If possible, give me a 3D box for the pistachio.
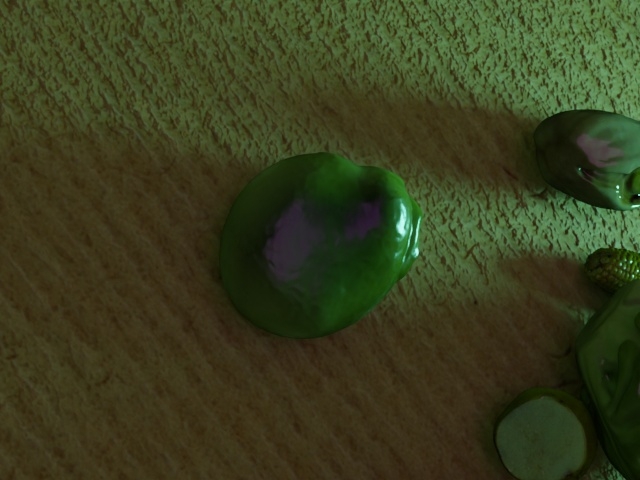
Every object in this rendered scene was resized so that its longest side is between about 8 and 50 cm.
[{"bbox_3d":[0.413,-0.120,1.830,0.237,0.138,0.153,13,42,-17],"label":"pistachio"}]

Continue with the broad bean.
[{"bbox_3d":[0.000,0.000,1.677,0.291,0.119,0.238,-32,101,-18],"label":"broad bean"}]

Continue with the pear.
[{"bbox_3d":[0.311,0.270,1.741,0.141,0.104,0.141,-1,85,15],"label":"pear"}]

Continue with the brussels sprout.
[{"bbox_3d":[0.506,0.214,1.731,0.289,0.281,0.354,-44,74,-3],"label":"brussels sprout"}]

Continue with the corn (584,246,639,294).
[{"bbox_3d":[0.497,0.067,1.852,0.231,0.080,0.080,20,75,-14],"label":"corn"}]
